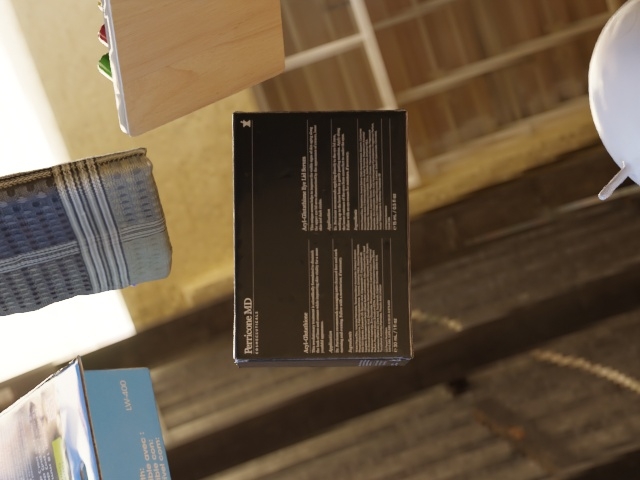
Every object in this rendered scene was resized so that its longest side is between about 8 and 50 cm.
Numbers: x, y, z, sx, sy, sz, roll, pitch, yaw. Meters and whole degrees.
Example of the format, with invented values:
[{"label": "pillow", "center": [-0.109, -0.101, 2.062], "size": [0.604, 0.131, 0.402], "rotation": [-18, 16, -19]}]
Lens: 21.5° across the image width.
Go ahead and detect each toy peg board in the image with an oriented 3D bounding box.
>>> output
[{"label": "toy peg board", "center": [-0.122, -0.197, 1.412], "size": [0.161, 0.160, 0.079], "rotation": [-27, -138, -27]}]

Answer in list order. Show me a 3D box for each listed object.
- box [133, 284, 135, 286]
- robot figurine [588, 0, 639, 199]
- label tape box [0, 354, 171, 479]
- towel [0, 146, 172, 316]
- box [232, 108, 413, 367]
[{"label": "box", "center": [-0.282, 0.022, 2.054], "size": [0.136, 0.028, 0.081], "rotation": [12, 167, 33]}, {"label": "robot figurine", "center": [0.366, -0.156, 1.425], "size": [0.353, 0.300, 0.200], "rotation": [-35, -123, -30]}, {"label": "label tape box", "center": [-0.182, 0.238, 1.392], "size": [0.106, 0.240, 0.334], "rotation": [-6, 167, -28]}, {"label": "towel", "center": [-0.297, 0.005, 1.564], "size": [0.312, 0.056, 0.324], "rotation": [-15, 163, -7]}, {"label": "box", "center": [0.000, 0.000, 1.765], "size": [0.184, 0.261, 0.103], "rotation": [0, 172, -3]}]
